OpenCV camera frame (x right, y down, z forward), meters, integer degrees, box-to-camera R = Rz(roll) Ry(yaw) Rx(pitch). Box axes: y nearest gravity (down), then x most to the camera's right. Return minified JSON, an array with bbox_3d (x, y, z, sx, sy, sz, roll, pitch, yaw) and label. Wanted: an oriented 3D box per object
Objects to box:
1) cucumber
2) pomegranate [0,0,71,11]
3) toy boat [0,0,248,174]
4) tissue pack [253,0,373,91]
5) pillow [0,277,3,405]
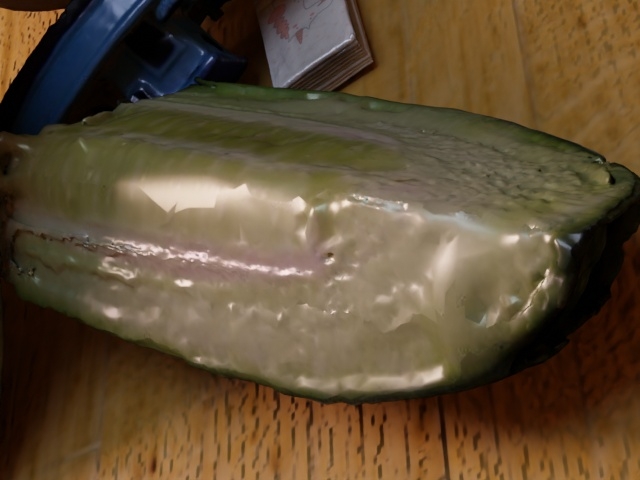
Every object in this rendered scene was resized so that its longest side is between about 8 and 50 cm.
[{"bbox_3d":[0.002,0.001,0.676,0.325,0.105,0.145,9,24,43],"label":"cucumber"},{"bbox_3d":[-0.159,-0.289,0.931,0.322,0.322,0.322,-23,44,25],"label":"pomegranate"},{"bbox_3d":[-0.097,-0.092,0.853,0.097,0.100,0.223,42,107,10],"label":"toy boat"},{"bbox_3d":[-0.006,-0.119,0.842,0.056,0.023,0.108,-32,41,19],"label":"tissue pack"},{"bbox_3d":[-0.246,-0.059,0.816,0.119,0.312,0.310,-19,35,-18],"label":"pillow"}]
